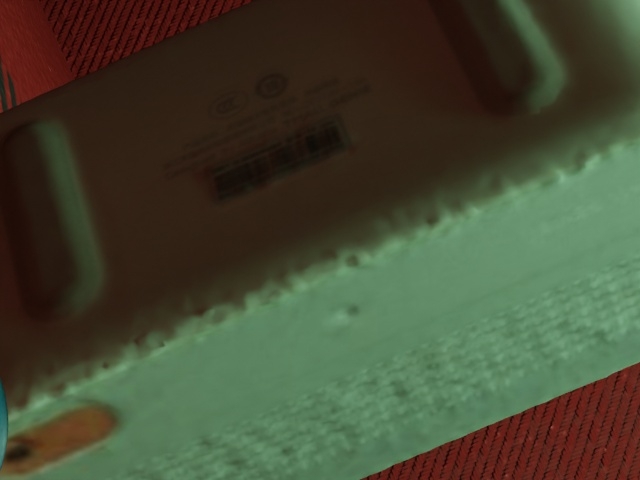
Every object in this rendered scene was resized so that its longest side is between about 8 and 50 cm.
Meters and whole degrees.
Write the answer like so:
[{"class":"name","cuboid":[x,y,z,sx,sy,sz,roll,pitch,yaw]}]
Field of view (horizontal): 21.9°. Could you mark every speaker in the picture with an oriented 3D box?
[{"class":"speaker","cuboid":[0.000,0.000,0.811,0.183,0.406,0.184,65,2,-45]}]

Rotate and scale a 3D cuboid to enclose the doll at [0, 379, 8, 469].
[{"class":"doll","cuboid":[-0.142,0.055,0.515,0.114,0.085,0.152,50,-10,-9]}]
